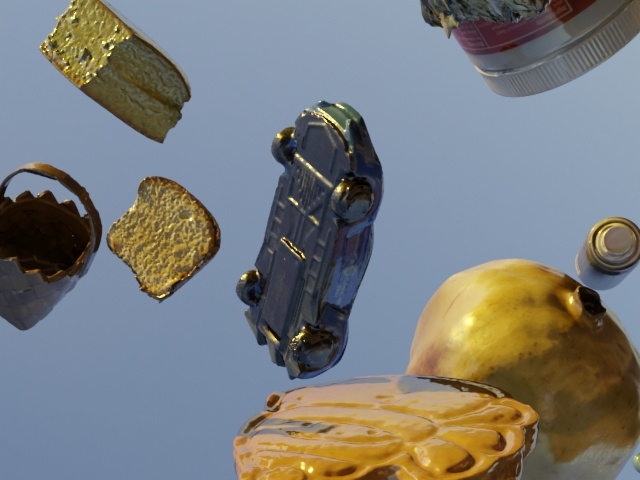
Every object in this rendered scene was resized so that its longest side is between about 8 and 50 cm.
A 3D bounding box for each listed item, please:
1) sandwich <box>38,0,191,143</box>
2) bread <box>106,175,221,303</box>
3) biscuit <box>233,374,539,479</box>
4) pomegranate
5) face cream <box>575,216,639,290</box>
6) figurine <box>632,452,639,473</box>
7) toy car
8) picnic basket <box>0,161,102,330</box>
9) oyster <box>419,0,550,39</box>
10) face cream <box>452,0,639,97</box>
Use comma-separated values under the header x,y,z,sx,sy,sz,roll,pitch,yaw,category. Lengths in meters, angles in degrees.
x,y,z,sx,sy,sz,roll,pitch,yaw,category
-0.255,-0.224,1.539,0.258,0.094,0.096,43,-171,30,sandwich
-0.182,-0.004,1.532,0.129,0.126,0.044,45,-171,14,bread
0.063,0.204,1.345,0.312,0.057,0.351,-2,-168,20,biscuit
0.268,0.182,1.695,0.333,0.332,0.332,26,-147,-19,pomegranate
0.371,0.017,1.674,0.073,0.073,0.283,45,-179,10,face cream
0.344,0.196,1.055,0.145,0.114,0.178,10,-168,-28,figurine
0.000,0.000,0.966,0.063,0.216,0.103,-2,-149,-34,toy car
-0.304,-0.008,1.423,0.128,0.178,0.138,28,-145,2,picnic basket
0.144,-0.223,0.854,0.092,0.260,0.198,37,-138,-28,oyster
0.202,-0.271,1.263,0.187,0.201,0.201,53,-154,-22,face cream
